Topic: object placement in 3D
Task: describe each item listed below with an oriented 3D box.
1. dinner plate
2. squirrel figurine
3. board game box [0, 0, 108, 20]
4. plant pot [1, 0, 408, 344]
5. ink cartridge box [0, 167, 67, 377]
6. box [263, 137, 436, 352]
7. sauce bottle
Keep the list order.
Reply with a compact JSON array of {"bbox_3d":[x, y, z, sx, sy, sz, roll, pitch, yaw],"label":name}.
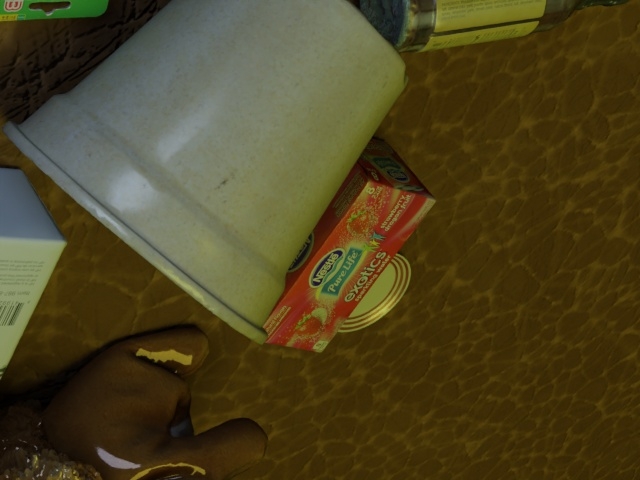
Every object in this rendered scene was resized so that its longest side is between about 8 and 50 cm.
[{"bbox_3d":[0.058,0.067,2.016,0.141,0.017,0.141,-23,142,-19],"label":"dinner plate"},{"bbox_3d":[-0.228,0.335,1.773,0.397,0.370,0.281,-3,132,-37],"label":"squirrel figurine"},{"bbox_3d":[-0.232,-0.316,1.356,0.124,0.039,0.259,-8,132,-32],"label":"board game box"},{"bbox_3d":[-0.087,-0.118,1.484,0.305,0.334,0.334,-49,143,-1],"label":"plant pot"},{"bbox_3d":[-0.431,0.074,1.531,0.223,0.129,0.307,3,128,-41],"label":"ink cartridge box"},{"bbox_3d":[0.000,0.000,1.808,0.128,0.122,0.257,14,120,-45],"label":"box"},{"bbox_3d":[0.209,-0.281,1.689,0.344,0.111,0.111,-11,136,-31],"label":"sauce bottle"}]
